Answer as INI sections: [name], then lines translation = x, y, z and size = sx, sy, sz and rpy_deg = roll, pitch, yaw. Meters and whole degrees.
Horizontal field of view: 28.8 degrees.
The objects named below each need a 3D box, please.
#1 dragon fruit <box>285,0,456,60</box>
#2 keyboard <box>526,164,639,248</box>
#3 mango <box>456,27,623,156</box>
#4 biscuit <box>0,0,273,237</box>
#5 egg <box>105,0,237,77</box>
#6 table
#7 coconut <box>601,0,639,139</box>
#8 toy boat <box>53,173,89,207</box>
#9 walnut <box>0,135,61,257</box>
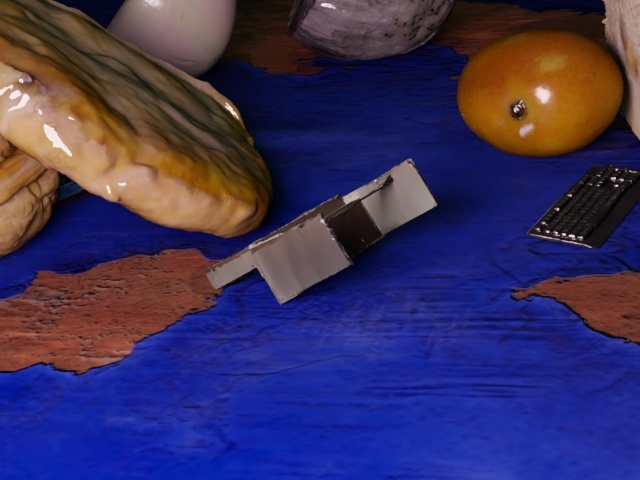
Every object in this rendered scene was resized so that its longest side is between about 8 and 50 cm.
[dragon fruit]
translation = 0.083, -0.361, 1.856
size = 0.221, 0.203, 0.283
rpy_deg = 18, -5, -13
[keyboard]
translation = 0.278, -0.039, 1.264
size = 0.074, 0.015, 0.196
rpy_deg = 9, 28, 30
[mango]
translation = 0.244, -0.175, 1.441
size = 0.176, 0.139, 0.254
rpy_deg = -8, 16, -8
[biscuit]
translation = -0.234, -0.139, 1.309
size = 0.429, 0.104, 0.446
rpy_deg = 29, 15, -28
[egg]
translation = -0.218, -0.317, 1.864
size = 0.206, 0.162, 0.271
rpy_deg = -58, 11, -23
[table]
translation = 0.000, 0.000, 1.174
size = 0.175, 0.062, 0.146
rpy_deg = -29, 2, 45
[coconut]
translation = 0.450, -0.242, 1.357
size = 0.255, 0.297, 0.297
rpy_deg = -15, 23, 5
[toy boat]
translation = -0.312, -0.072, 1.433
size = 0.137, 0.060, 0.060
rpy_deg = -19, 26, -28
[walnut]
translation = -0.354, -0.060, 1.296
size = 0.156, 0.155, 0.184
rpy_deg = 2, 31, 19
